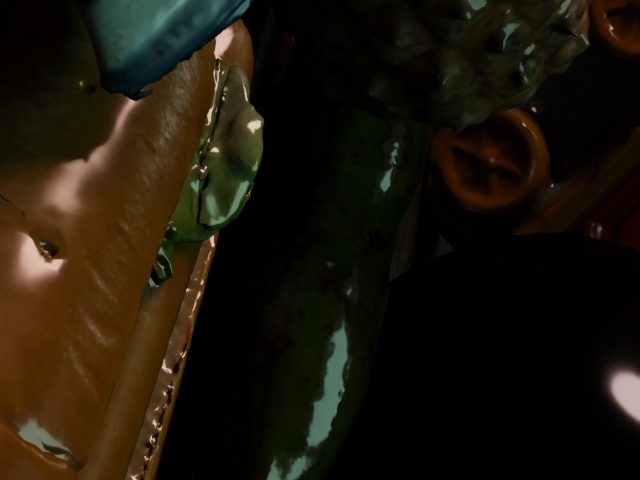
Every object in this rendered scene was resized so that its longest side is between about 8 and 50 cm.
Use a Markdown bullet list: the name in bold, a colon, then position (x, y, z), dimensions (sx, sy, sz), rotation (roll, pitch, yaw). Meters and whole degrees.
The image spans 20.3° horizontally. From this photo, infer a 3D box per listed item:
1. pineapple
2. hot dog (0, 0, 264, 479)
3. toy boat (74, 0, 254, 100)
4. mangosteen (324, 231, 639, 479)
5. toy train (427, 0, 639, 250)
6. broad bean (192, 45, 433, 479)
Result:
- **pineapple**: position (0.036, -0.145, 0.554), dimensions (0.248, 0.128, 0.128), rotation (83, 19, -57)
- **hot dog**: position (-0.061, 0.040, 0.352), dimensions (0.100, 0.068, 0.249), rotation (85, 17, -50)
- **toy boat**: position (-0.009, -0.167, 0.390), dimensions (0.062, 0.096, 0.299), rotation (63, 37, -57)
- **mangosteen**: position (0.091, 0.148, 0.769), dimensions (0.297, 0.313, 0.297), rotation (59, 9, -15)
- **toy train**: position (0.235, -0.065, 1.142), dimensions (0.369, 0.231, 0.163), rotation (-45, 170, 25)
- **broad bean**: position (0.000, 0.000, 0.662), dimensions (0.077, 0.061, 0.339), rotation (105, 1, -59)
